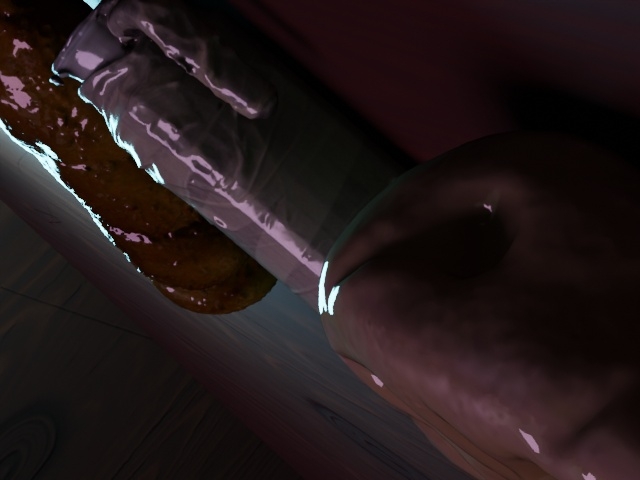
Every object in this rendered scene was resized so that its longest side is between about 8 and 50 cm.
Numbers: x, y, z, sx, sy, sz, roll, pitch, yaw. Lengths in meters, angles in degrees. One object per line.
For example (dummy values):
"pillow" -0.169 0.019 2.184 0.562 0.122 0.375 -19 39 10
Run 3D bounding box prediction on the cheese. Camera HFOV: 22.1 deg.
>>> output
"cheese" 0.105 0.054 0.563 0.218 0.117 0.235 43 171 -9

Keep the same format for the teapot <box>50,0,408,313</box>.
"teapot" -0.025 -0.041 0.735 0.200 0.077 0.107 40 166 -2

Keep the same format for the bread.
"bread" -0.117 -0.058 0.917 0.124 0.084 0.344 49 178 34
